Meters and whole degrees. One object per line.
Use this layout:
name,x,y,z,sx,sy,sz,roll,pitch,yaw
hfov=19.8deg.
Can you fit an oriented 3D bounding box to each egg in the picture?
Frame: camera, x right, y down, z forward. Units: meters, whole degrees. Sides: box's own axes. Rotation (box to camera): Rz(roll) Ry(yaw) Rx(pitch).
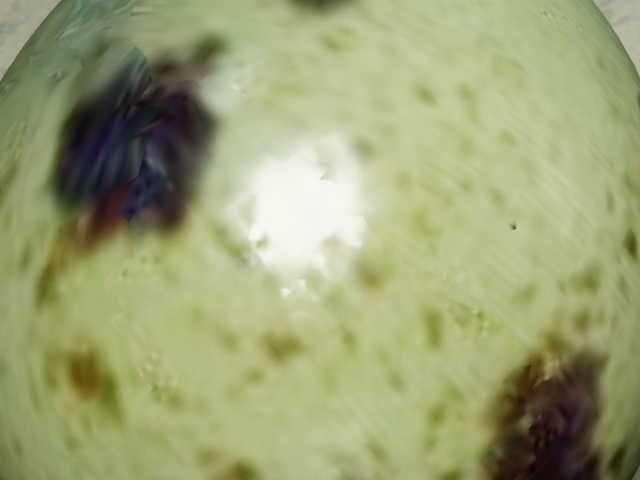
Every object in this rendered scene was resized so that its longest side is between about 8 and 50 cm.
egg,0.000,0.000,0.880,0.345,0.345,0.428,-3,48,15
